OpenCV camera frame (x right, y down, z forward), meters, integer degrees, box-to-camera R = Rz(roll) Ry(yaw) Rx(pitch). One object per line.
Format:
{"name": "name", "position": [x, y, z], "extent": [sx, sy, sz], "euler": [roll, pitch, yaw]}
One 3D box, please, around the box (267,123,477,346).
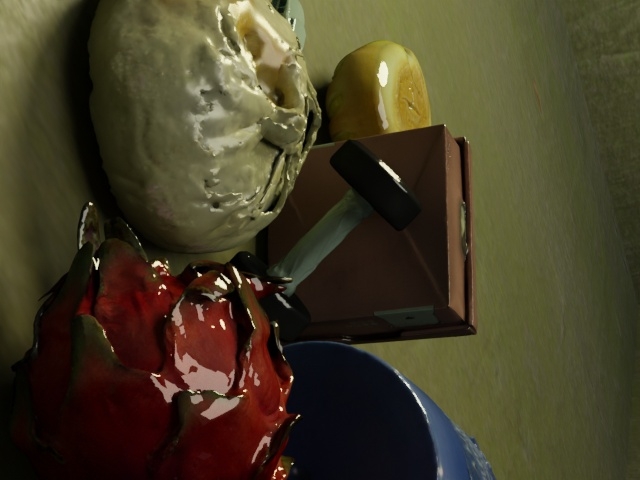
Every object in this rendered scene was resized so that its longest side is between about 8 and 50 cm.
{"name": "box", "position": [0.050, -0.004, 1.076], "extent": [0.086, 0.215, 0.215], "euler": [41, 46, -59]}

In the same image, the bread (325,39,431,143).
{"name": "bread", "position": [0.073, -0.153, 1.307], "extent": [0.213, 0.105, 0.213], "euler": [-7, 90, -68]}

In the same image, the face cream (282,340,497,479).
{"name": "face cream", "position": [0.024, 0.239, 0.910], "extent": [0.225, 0.249, 0.248], "euler": [46, 42, -55]}

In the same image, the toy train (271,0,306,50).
{"name": "toy train", "position": [-0.048, -0.197, 1.135], "extent": [0.043, 0.047, 0.207], "euler": [53, 39, -48]}

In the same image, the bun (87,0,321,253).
{"name": "bun", "position": [-0.084, -0.125, 0.918], "extent": [0.287, 0.146, 0.287], "euler": [-8, 90, -69]}

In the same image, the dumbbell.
{"name": "dumbbell", "position": [0.000, 0.000, 0.989], "extent": [0.100, 0.191, 0.100], "euler": [44, 2, -2]}

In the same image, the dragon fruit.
{"name": "dragon fruit", "position": [-0.119, 0.100, 0.725], "extent": [0.193, 0.192, 0.274], "euler": [-27, 95, -55]}
